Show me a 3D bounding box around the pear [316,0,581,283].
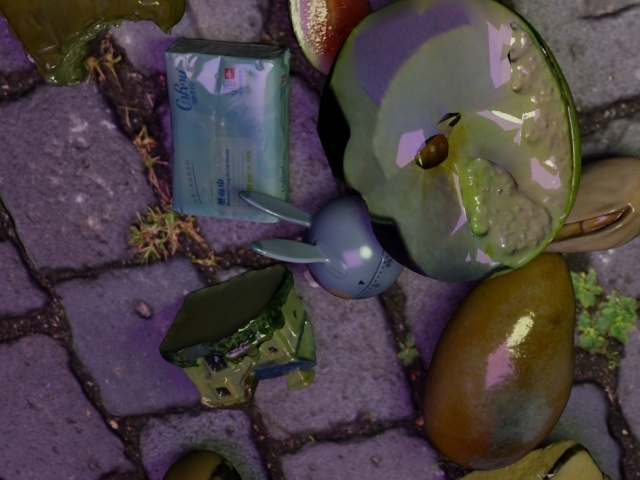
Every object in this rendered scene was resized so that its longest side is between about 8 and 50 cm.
[{"bbox_3d":[0.207,-0.148,1.604,0.398,0.165,0.399,10,107,33],"label":"pear"}]

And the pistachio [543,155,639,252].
[{"bbox_3d":[0.390,-0.047,1.659,0.223,0.152,0.126,-22,109,26],"label":"pistachio"}]

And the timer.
[{"bbox_3d":[0.005,0.015,1.733,0.255,0.175,0.175,-5,116,-14],"label":"timer"}]

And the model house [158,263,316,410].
[{"bbox_3d":[-0.111,0.176,1.843,0.214,0.195,0.189,-19,118,21],"label":"model house"}]

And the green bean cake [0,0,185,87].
[{"bbox_3d":[-0.343,-0.355,1.668,0.236,0.124,0.233,-28,107,20],"label":"green bean cake"}]

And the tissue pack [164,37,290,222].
[{"bbox_3d":[-0.138,-0.162,1.740,0.177,0.089,0.263,6,115,9],"label":"tissue pack"}]

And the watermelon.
[{"bbox_3d":[0.015,-0.319,1.661,0.119,0.063,0.245,-17,110,3],"label":"watermelon"}]

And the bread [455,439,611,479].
[{"bbox_3d":[0.376,0.469,1.854,0.236,0.198,0.263,-28,126,13],"label":"bread"}]

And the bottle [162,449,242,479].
[{"bbox_3d":[-0.146,0.519,2.017,0.171,0.171,0.351,-28,105,21],"label":"bottle"}]

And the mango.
[{"bbox_3d":[0.281,0.191,1.766,0.221,0.199,0.384,17,113,-8],"label":"mango"}]
